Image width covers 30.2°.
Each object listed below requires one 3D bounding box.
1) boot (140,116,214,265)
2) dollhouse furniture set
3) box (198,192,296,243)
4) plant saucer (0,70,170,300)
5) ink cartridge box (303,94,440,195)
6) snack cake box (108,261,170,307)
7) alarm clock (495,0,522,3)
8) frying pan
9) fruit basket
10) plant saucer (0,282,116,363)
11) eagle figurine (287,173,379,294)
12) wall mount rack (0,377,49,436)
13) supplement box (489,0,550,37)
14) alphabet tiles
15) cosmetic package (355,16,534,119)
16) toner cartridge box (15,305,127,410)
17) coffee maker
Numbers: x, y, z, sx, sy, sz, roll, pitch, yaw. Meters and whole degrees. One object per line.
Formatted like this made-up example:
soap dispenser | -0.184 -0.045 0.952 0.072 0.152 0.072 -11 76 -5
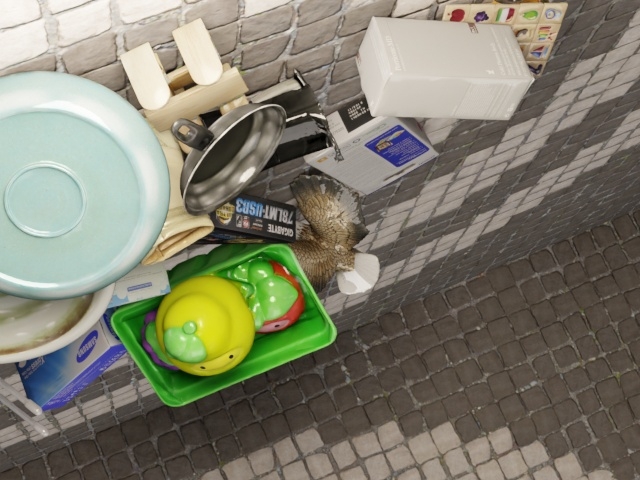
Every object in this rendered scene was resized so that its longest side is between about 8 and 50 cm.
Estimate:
boot | -0.305 -0.052 1.726 0.262 0.203 0.095 -20 165 -15
dollhouse furniture set | -0.207 -0.151 1.625 0.242 0.161 0.212 -25 165 2
box | -0.233 -0.034 1.947 0.293 0.073 0.295 -4 174 25
plant saucer | -0.350 -0.057 1.514 0.318 0.317 0.043 -26 -154 3
ink cartridge box | 0.096 -0.176 2.218 0.176 0.069 0.371 -29 162 14
snack cake box | -0.402 0.078 2.094 0.152 0.089 0.264 -15 -178 -38
alarm clock | 0.294 -0.404 1.755 0.192 0.064 0.129 -2 154 -49
frying pan | -0.157 -0.107 1.598 0.197 0.053 0.326 -56 161 25
fruit basket | -0.182 0.156 2.148 0.392 0.283 0.392 -22 -151 13
plant saucer | -0.487 0.011 1.667 0.401 0.100 0.400 -3 133 -4
eagle figurine | -0.011 -0.001 2.423 0.225 0.226 0.298 -7 174 11
wall mount rack | -0.706 0.314 2.388 0.304 0.130 0.350 0 160 -9
supplement box | 0.269 -0.326 1.945 0.233 0.080 0.078 -33 162 24
alphabet tiles | 0.272 -0.289 1.910 0.198 0.009 0.237 -4 143 -12
cosmetic package | 0.184 -0.260 1.805 0.238 0.127 0.107 0 144 -23
toner cartridge box | -0.502 0.205 2.387 0.075 0.165 0.348 -10 159 -44
coffee maker | -0.084 -0.161 1.789 0.178 0.120 0.171 -23 -150 -8
